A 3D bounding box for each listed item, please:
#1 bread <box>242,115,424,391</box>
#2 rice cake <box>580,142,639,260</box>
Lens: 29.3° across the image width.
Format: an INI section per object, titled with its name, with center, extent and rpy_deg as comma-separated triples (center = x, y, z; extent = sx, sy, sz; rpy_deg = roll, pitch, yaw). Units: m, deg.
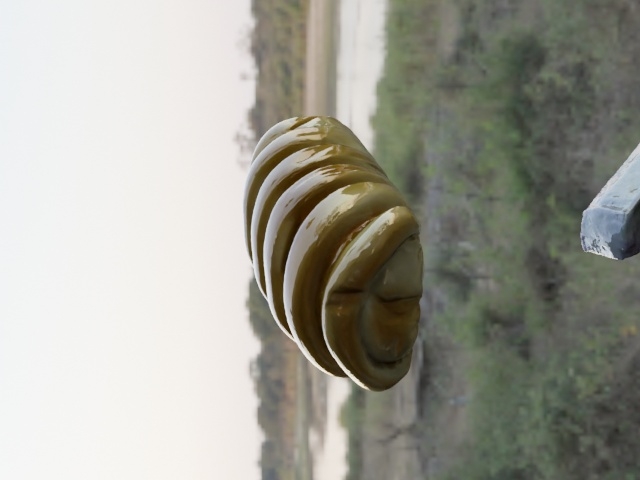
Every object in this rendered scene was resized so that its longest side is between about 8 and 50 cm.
[bread]
center = 0.000, 0.000, 1.086
extent = 0.311, 0.121, 0.173
rpy_deg = -124, 32, -62
[rice cake]
center = 0.221, -0.066, 0.735
extent = 0.207, 0.036, 0.047
rpy_deg = -50, 15, -23
